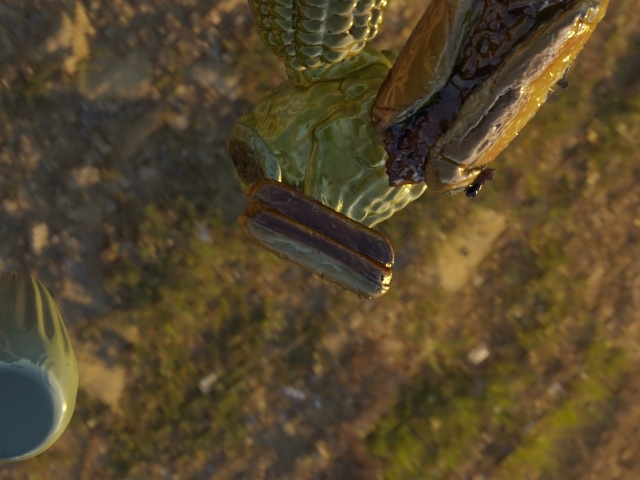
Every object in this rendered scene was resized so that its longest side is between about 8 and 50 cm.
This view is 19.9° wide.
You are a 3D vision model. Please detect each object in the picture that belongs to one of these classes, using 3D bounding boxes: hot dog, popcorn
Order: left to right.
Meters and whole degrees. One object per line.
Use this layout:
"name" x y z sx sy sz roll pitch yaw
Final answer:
"hot dog" 0.000 0.000 1.677 0.165 0.071 0.045 28 134 -20
"popcorn" 0.016 -0.112 2.058 0.256 0.255 0.195 -14 133 36

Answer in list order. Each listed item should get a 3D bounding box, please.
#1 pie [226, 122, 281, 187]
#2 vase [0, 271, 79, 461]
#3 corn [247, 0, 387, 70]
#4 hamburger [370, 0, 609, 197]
"pie" -0.064 -0.077 1.776 0.017 0.085 0.085 -27 131 -23
"vase" -0.284 0.102 1.661 0.128 0.248 0.128 -3 112 -6
"corn" -0.008 -0.261 1.100 0.120 0.120 0.363 -18 136 -19
"hamburger" 0.173 -0.194 1.883 0.282 0.155 0.245 -44 165 -18
